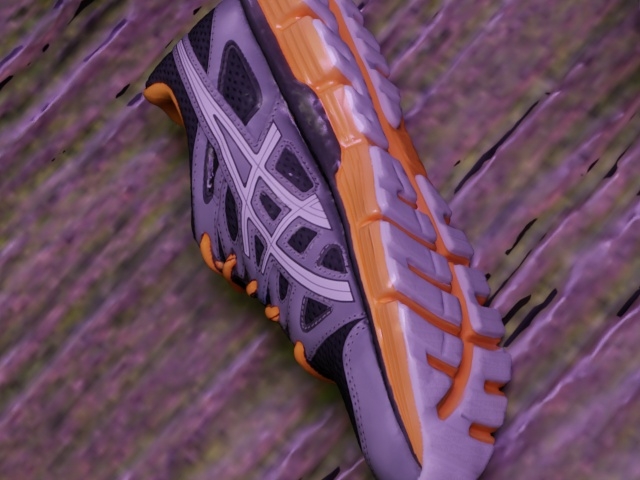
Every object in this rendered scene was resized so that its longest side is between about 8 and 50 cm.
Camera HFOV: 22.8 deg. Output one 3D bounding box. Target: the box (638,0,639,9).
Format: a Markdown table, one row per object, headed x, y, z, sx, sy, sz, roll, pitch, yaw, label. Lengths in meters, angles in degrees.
| x | y | z | sx | sy | sz | roll | pitch | yaw | label |
| --- | --- | --- | --- | --- | --- | --- | --- | --- | --- |
| 0.193 | -0.206 | 0.543 | 0.121 | 0.148 | 0.311 | 7 | 69 | 20 | box |

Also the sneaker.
| x | y | z | sx | sy | sz | roll | pitch | yaw | label |
| --- | --- | --- | --- | --- | --- | --- | --- | --- | --- |
| 0.000 | 0.000 | 0.556 | 0.083 | 0.084 | 0.215 | -30 | 58 | 18 | sneaker |
